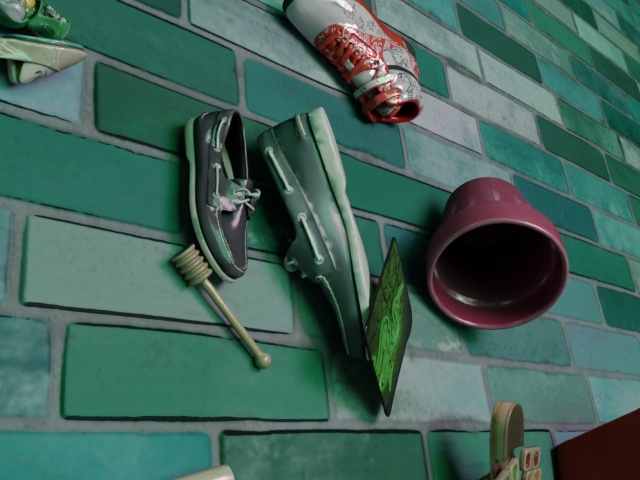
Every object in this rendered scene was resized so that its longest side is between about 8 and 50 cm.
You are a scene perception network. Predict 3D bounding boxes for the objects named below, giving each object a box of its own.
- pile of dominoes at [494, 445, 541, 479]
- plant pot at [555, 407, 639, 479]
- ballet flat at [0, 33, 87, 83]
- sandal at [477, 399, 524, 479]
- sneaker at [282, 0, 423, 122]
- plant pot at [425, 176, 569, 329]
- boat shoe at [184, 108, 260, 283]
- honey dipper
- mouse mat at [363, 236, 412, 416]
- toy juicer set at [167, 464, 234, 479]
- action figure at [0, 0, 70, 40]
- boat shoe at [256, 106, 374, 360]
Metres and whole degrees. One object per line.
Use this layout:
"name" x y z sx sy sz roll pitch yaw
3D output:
"pile of dominoes" 0.259 0.393 0.849 0.196 0.040 0.251 -24 113 -49
"plant pot" 0.529 0.392 1.051 0.267 0.267 0.236 9 51 -42
"ballet flat" -0.310 -0.175 0.650 0.168 0.057 0.052 -1 98 -42
"sandal" 0.213 0.323 0.882 0.088 0.079 0.240 -1 94 -52
"sneaker" 0.061 -0.274 1.033 0.270 0.090 0.145 19 55 -41
"plant pot" 0.258 0.002 1.027 0.201 0.201 0.180 42 30 -22
"boat shoe" -0.104 -0.056 0.759 0.075 0.064 0.206 32 43 -64
"honey dipper" -0.104 0.076 0.734 0.161 0.030 0.030 56 42 -11
"mouse mat" 0.091 0.107 0.863 0.190 0.007 0.153 -65 147 -48
"toy juicer set" -0.069 0.314 0.572 0.209 0.089 0.329 -29 84 -43
"action figure" -0.342 -0.281 0.650 0.232 0.063 0.137 43 26 -28
"boat shoe" 0.000 0.000 0.846 0.116 0.099 0.320 -33 109 -83
